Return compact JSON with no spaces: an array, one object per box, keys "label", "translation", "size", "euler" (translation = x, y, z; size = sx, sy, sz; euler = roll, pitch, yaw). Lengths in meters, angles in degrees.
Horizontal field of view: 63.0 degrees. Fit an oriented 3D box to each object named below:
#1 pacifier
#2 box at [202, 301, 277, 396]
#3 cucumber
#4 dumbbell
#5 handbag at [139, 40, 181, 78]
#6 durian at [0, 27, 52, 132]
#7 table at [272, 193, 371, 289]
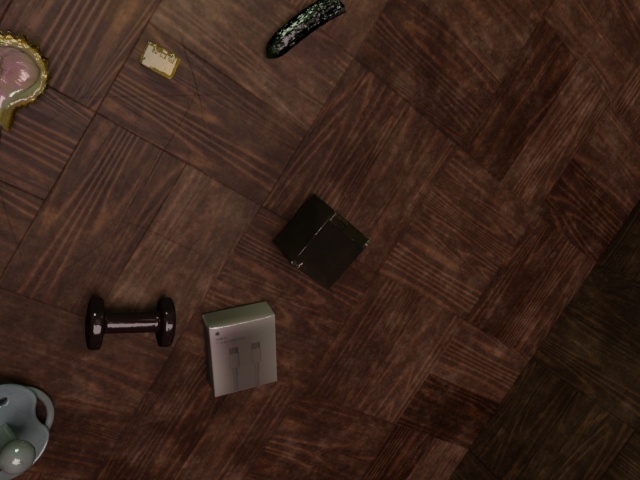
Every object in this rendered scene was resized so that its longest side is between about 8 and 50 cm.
[{"label":"pacifier","translation":[-0.788,0.513,1.340],"size":[0.239,0.226,0.286],"euler":[-20,120,-39]},{"label":"box","translation":[-0.245,0.331,1.603],"size":[0.204,0.106,0.251],"euler":[-8,112,-22]},{"label":"cucumber","translation":[-0.049,-0.559,1.362],"size":[0.245,0.067,0.067],"euler":[-37,121,-8]},{"label":"dumbbell","translation":[-0.509,0.221,1.405],"size":[0.226,0.140,0.123],"euler":[4,118,-27]},{"label":"handbag","translation":[-0.388,-0.436,1.265],"size":[0.083,0.027,0.061],"euler":[26,98,-31]},{"label":"durian","translation":[-0.672,-0.348,1.137],"size":[0.141,0.078,0.224],"euler":[4,119,-40]},{"label":"table","translation":[0.000,0.000,1.547],"size":[0.169,0.172,0.193],"euler":[37,95,-33]}]
